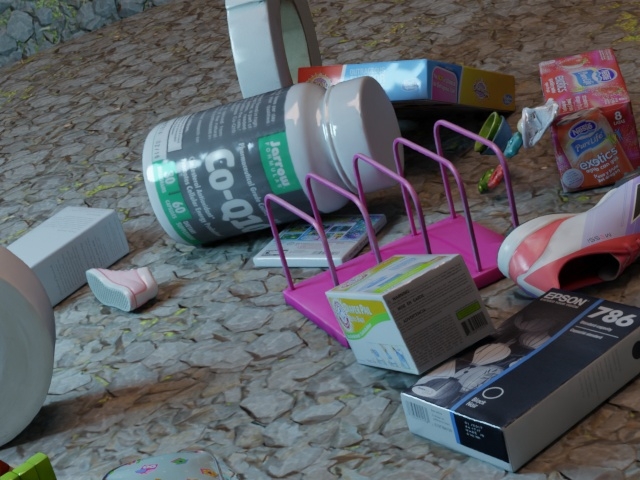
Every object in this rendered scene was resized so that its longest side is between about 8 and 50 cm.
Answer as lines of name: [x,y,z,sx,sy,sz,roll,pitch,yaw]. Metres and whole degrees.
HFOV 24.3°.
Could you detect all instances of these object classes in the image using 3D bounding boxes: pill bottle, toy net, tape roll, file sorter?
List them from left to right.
tape roll: [-0.480,0.134,1.879,0.286,0.286,0.100,-16,24,-1]
pill bottle: [-0.070,-0.125,2.263,0.361,0.204,0.204,-14,22,22]
tape roll: [-0.069,-0.313,2.494,0.072,0.392,0.392,-10,24,13]
file sorter: [0.098,-0.021,1.995,0.291,0.182,0.202,-23,25,-18]
toy net: [0.276,-0.148,2.167,0.122,0.045,0.232,-64,8,-17]

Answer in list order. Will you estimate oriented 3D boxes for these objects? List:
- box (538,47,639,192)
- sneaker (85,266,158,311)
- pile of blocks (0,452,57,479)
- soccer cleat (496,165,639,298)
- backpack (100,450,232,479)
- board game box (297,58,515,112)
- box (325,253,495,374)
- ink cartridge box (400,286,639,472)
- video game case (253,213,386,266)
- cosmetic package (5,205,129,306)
box: [0.406,-0.185,2.241,0.123,0.128,0.257,-12,23,10]
sneaker: [-0.291,0.065,2.212,0.070,0.051,0.134,-28,30,-31]
pile of blocks: [-0.316,0.308,1.602,0.149,0.112,0.362,-21,24,-12]
soccer cleat: [0.385,-0.006,1.914,0.318,0.108,0.116,-22,45,-20]
backpack: [-0.164,0.301,1.476,0.188,0.144,0.166,-16,24,-9]
board game box: [0.147,-0.248,2.457,0.242,0.064,0.317,0,1,32]
box: [0.103,0.085,1.780,0.114,0.103,0.203,-28,8,-17]
ink cartridge box: [0.266,0.136,1.694,0.333,0.065,0.165,-30,27,-32]
video game case: [0.000,0.000,2.217,0.157,0.019,0.143,-1,27,33]
cosmetic package: [-0.421,0.033,2.322,0.117,0.085,0.231,5,32,39]
